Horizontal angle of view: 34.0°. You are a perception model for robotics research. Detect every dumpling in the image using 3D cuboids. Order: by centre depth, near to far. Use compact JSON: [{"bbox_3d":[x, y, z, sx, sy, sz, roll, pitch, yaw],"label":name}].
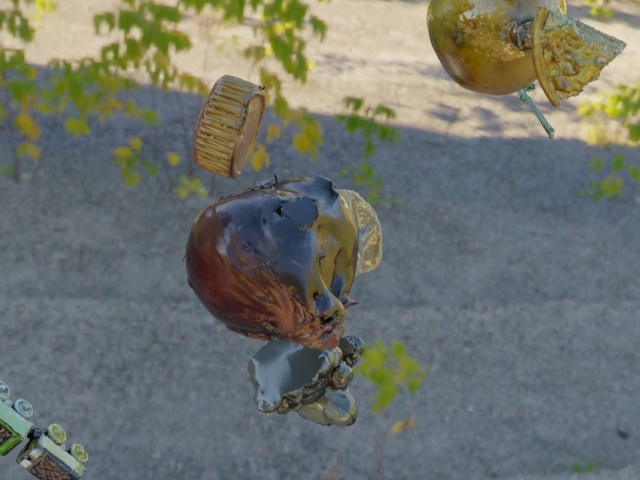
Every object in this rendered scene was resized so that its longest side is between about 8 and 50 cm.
[{"bbox_3d":[0.005,0.002,2.133,0.175,0.227,0.243,27,33,25],"label":"dumpling"}]

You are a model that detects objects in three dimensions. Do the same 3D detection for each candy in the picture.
[{"bbox_3d":[0.348,-0.252,1.782,0.077,0.073,0.262,-21,39,3],"label":"candy"}]

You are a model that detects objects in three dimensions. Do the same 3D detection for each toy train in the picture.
[{"bbox_3d":[-0.408,0.274,1.448,0.202,0.060,0.081,44,18,-16],"label":"toy train"}]

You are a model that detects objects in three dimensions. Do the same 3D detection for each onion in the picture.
[{"bbox_3d":[-0.057,0.017,1.487,0.281,0.221,0.281,14,39,-11],"label":"onion"}]

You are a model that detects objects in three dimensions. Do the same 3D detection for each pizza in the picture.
[{"bbox_3d":[0.299,-0.221,1.208,0.108,0.123,0.026,-11,18,11],"label":"pizza"}]

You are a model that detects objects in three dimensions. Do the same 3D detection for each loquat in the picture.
[{"bbox_3d":[0.262,-0.314,1.512,0.213,0.213,0.246,1,20,-16],"label":"loquat"}]

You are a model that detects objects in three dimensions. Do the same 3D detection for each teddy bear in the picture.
[{"bbox_3d":[0.005,0.225,1.705,0.144,0.171,0.251,36,2,36],"label":"teddy bear"}]

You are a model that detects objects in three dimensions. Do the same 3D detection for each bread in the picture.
[{"bbox_3d":[-0.182,-0.223,2.036,0.104,0.199,0.199,19,33,5],"label":"bread"}]
